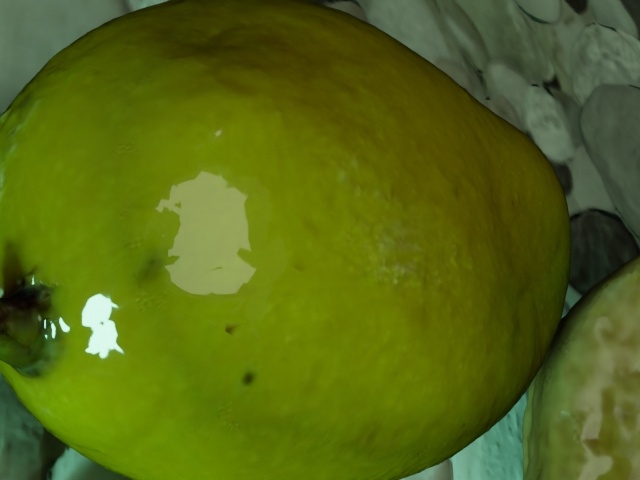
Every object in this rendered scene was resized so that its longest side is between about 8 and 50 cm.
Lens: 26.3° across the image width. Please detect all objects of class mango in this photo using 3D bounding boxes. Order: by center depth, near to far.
[{"bbox_3d":[0.000,0.000,0.484,0.316,0.119,0.177,-1,67,-52],"label":"mango"}]

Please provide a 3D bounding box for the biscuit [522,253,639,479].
[{"bbox_3d":[0.237,0.177,0.528,0.349,0.078,0.456,9,68,-5],"label":"biscuit"}]
